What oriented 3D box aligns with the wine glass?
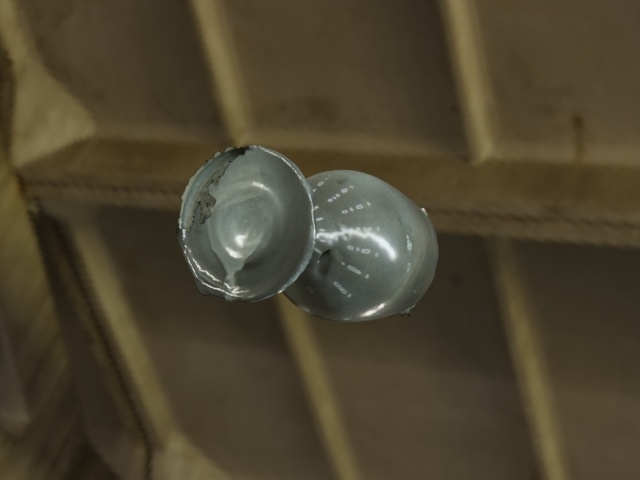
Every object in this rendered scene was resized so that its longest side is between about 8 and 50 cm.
[{"bbox_3d":[0.000,0.000,1.299,0.126,0.126,0.241,6,-2,28],"label":"wine glass"}]
